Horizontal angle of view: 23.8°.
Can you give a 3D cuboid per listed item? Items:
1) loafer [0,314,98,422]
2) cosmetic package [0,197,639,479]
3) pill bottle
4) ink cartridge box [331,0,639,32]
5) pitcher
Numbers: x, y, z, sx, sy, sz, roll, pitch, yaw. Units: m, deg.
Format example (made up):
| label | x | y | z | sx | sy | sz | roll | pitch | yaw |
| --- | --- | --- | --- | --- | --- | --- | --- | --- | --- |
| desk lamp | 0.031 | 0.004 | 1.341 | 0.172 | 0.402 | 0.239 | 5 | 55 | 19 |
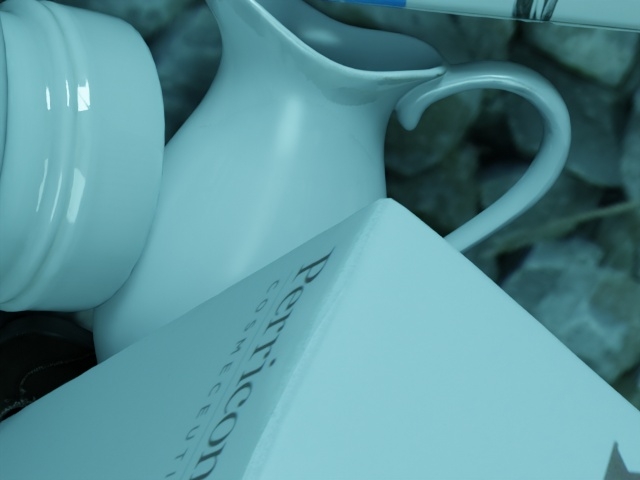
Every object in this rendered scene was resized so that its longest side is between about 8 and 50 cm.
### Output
| label | x | y | z | sx | sy | sz | roll | pitch | yaw |
| --- | --- | --- | --- | --- | --- | --- | --- | --- | --- |
| loafer | -0.071 | 0.118 | 0.747 | 0.220 | 0.078 | 0.080 | 25 | 113 | -10 |
| cosmetic package | -0.093 | 0.185 | 0.593 | 0.161 | 0.230 | 0.453 | 41 | 139 | -17 |
| pill bottle | -0.227 | -0.047 | 0.567 | 0.318 | 0.176 | 0.176 | 6 | 119 | -34 |
| ink cartridge box | 0.096 | -0.167 | 0.604 | 0.203 | 0.086 | 0.148 | 6 | 115 | -3 |
| pitcher | 0.000 | 0.000 | 0.664 | 0.178 | 0.125 | 0.207 | 18 | 110 | -3 |
